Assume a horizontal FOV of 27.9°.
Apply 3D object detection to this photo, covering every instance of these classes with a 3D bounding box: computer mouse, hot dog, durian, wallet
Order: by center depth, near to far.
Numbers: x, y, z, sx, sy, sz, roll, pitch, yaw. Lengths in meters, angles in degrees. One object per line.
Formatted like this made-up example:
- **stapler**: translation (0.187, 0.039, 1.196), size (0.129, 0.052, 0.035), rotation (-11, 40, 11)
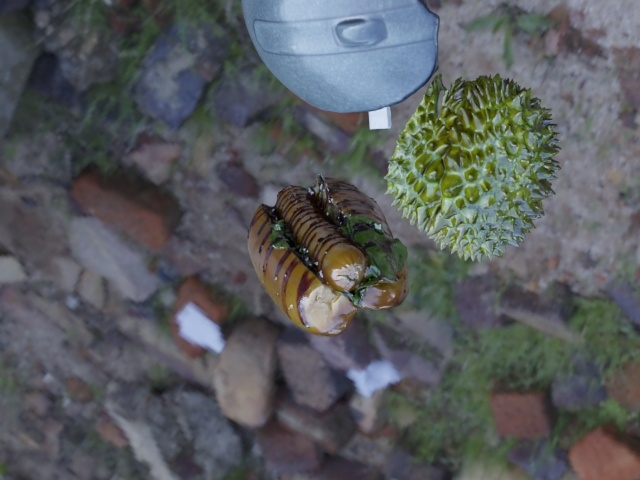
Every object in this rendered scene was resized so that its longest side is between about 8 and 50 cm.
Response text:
- **hot dog**: translation (0.000, 0.000, 0.433), size (0.049, 0.122, 0.037), rotation (-28, 105, -5)
- **durian**: translation (0.179, -0.084, 1.449), size (0.176, 0.200, 0.237), rotation (7, 160, 18)
- **computer mouse**: translation (-0.001, -0.245, 1.452), size (0.374, 0.114, 0.203), rotation (21, 131, 62)
- **wallet**: translation (0.085, -0.205, 1.890), size (0.044, 0.011, 0.083), rotation (3, 98, 50)
